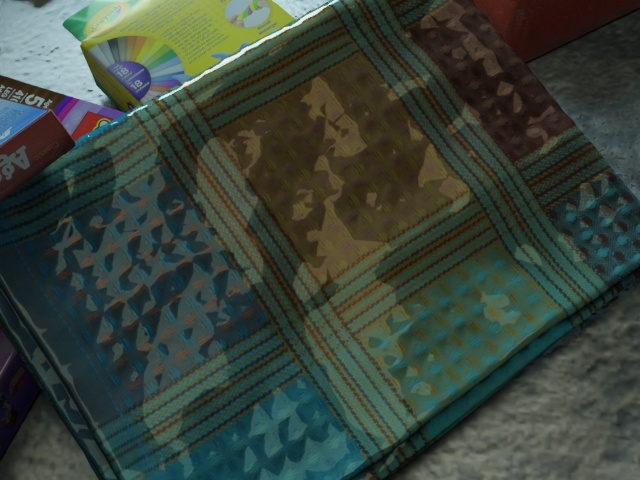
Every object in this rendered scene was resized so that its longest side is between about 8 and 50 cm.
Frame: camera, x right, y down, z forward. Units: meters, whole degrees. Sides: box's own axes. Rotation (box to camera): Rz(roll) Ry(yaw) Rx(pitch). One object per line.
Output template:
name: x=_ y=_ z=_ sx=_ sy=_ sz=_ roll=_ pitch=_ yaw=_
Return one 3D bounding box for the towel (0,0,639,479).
towel: x=0.000 y=0.000 z=0.588 sx=0.370 sy=0.040 sz=0.271 roll=-34 pitch=79 yaw=-16

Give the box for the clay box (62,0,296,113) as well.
clay box: x=-0.070 y=-0.114 z=0.694 sx=0.127 sy=0.053 sz=0.222 roll=-38 pitch=64 yaw=-17

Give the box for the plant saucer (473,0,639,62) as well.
plant saucer: x=0.188 y=-0.287 z=0.780 sx=0.259 sy=0.047 sz=0.259 roll=-27 pitch=60 yaw=-11

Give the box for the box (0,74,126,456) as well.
box: x=-0.253 y=0.021 z=0.626 sx=0.201 sy=0.057 sz=0.293 roll=18 pitch=63 yaw=14

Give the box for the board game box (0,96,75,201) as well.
board game box: x=-0.269 y=0.016 z=0.531 sx=0.281 sy=0.027 sz=0.145 roll=-40 pitch=25 yaw=-15
